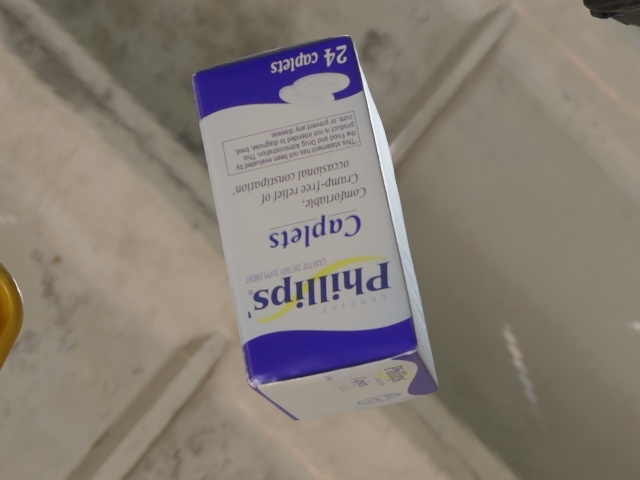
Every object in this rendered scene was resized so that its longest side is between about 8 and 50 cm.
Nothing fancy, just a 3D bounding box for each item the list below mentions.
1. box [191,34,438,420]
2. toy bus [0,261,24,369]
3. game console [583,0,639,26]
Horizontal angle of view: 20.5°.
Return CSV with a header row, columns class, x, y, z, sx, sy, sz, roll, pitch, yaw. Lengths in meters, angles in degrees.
class,x,y,z,sx,sy,sz,roll,pitch,yaw
box,0.000,0.000,0.763,0.072,0.126,0.137,-13,-104,5
toy bus,-0.227,0.044,0.796,0.202,0.191,0.104,20,-124,6
game console,0.190,-0.154,0.705,0.044,0.361,0.213,-47,-72,-19
